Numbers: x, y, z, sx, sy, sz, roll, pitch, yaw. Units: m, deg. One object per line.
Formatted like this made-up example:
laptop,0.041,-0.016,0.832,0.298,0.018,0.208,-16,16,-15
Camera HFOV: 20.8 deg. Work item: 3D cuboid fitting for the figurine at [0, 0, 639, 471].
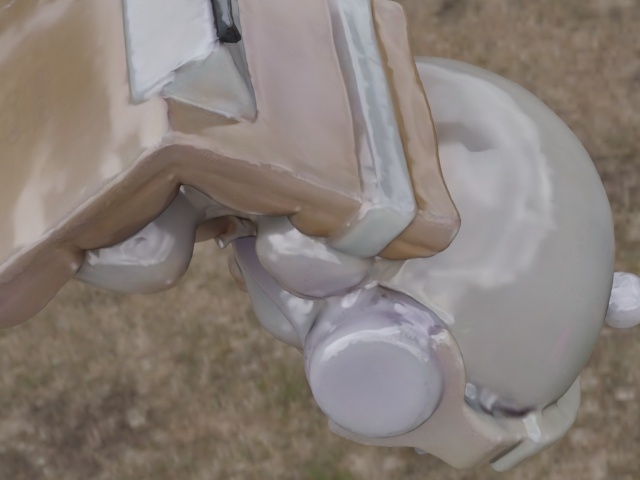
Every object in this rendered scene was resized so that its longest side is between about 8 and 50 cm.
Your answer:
figurine,0.003,-0.002,0.545,0.141,0.236,0.162,-42,45,29
